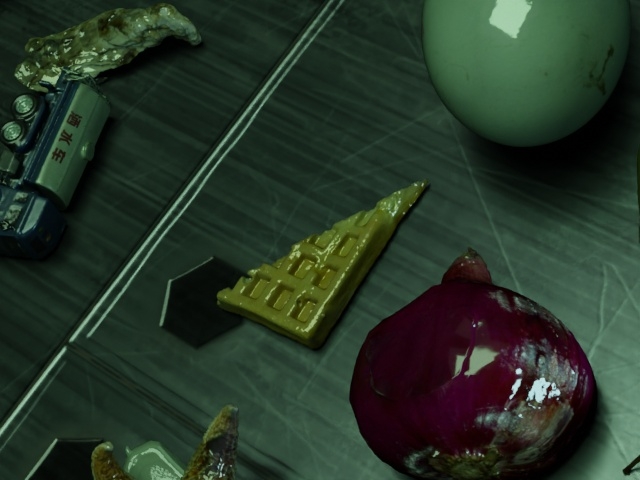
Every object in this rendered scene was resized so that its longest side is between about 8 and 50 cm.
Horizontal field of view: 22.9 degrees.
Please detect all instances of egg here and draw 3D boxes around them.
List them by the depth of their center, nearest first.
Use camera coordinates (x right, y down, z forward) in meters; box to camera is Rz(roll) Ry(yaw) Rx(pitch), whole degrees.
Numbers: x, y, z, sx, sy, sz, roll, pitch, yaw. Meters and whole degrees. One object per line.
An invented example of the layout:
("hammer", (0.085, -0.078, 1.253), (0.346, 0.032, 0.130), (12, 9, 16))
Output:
("egg", (0.182, -0.203, 1.395), (0.183, 0.183, 0.264), (-6, 53, 20))

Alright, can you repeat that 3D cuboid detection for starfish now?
("starfish", (-0.097, 0.249, 1.303), (0.238, 0.071, 0.216), (33, 83, 10))

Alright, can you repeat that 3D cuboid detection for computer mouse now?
("computer mouse", (-0.130, 0.218, 1.366), (0.110, 0.032, 0.056), (43, 89, 19))

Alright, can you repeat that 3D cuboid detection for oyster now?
("oyster", (-0.232, -0.214, 1.651), (0.200, 0.061, 0.106), (-25, 54, 8))

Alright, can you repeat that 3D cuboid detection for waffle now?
("waffle", (0.000, 0.000, 1.451), (0.125, 0.032, 0.191), (21, 69, 33))

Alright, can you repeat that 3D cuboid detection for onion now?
("onion", (0.120, 0.087, 1.291), (0.195, 0.140, 0.218), (-13, 54, 24))

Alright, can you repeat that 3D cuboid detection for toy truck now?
("toy truck", (-0.276, -0.078, 1.589), (0.088, 0.074, 0.202), (12, 66, 19))

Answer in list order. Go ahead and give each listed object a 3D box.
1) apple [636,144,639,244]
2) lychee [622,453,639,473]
("apple", (0.374, -0.044, 1.180), (0.279, 0.279, 0.279), (-10, 58, 17))
("lychee", (0.300, 0.177, 1.172), (0.114, 0.101, 0.140), (-37, 56, 4))
